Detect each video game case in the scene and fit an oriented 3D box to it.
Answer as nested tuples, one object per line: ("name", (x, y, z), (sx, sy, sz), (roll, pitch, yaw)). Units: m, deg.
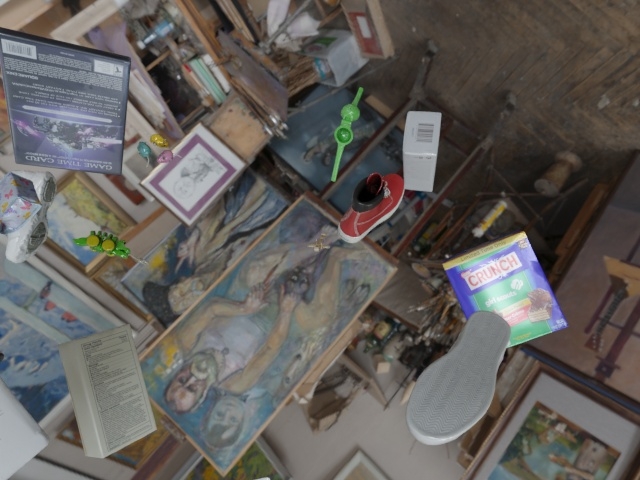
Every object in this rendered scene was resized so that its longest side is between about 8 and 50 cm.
("video game case", (-0.476, -0.242, 0.804), (0.274, 0.196, 0.026), (-59, 37, 43))

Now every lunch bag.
("lunch bag", (-0.519, -0.059, 0.706), (0.071, 0.083, 0.053), (52, -170, 28))

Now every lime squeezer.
("lime squeezer", (0.074, -0.338, 1.277), (0.058, 0.311, 0.110), (17, 175, -10))

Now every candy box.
("candy box", (0.574, 0.161, 1.345), (0.317, 0.268, 0.122), (67, -166, 5))

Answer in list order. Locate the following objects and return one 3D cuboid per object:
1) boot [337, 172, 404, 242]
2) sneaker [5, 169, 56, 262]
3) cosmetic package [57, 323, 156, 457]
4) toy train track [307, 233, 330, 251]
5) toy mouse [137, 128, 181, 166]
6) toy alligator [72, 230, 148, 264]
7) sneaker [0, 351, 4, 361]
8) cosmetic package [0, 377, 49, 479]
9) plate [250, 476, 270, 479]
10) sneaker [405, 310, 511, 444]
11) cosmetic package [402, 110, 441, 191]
("boot", (0.144, -0.118, 0.994), (0.088, 0.244, 0.176), (37, 146, 13))
("sneaker", (-0.731, -0.063, 1.030), (0.115, 0.232, 0.090), (11, 170, -6))
("cosmetic package", (-0.581, 0.403, 1.159), (0.113, 0.160, 0.310), (-19, 85, 37))
("toy train track", (0.000, 0.000, 0.921), (0.048, 0.083, 0.014), (4, 115, 11))
("toy mouse", (-0.554, -0.302, 1.424), (0.161, 0.143, 0.031), (27, 138, -15))
("toy alligator", (-0.526, 0.012, 1.083), (0.189, 0.051, 0.056), (17, 157, -11))
("sneaker", (-1.048, 0.387, 1.334), (0.074, 0.063, 0.170), (31, 166, -1))
("cosmetic package", (-0.654, 0.236, 0.667), (0.453, 0.161, 0.230), (4, 122, 34))
("plate", (-0.287, 0.907, 1.325), (0.045, 0.278, 0.277), (-13, 157, 42))
("sneaker", (0.229, 0.264, 0.725), (0.108, 0.292, 0.169), (31, 133, 28))
("cosmetic package", (0.259, -0.222, 1.093), (0.085, 0.117, 0.231), (8, 165, 13))
